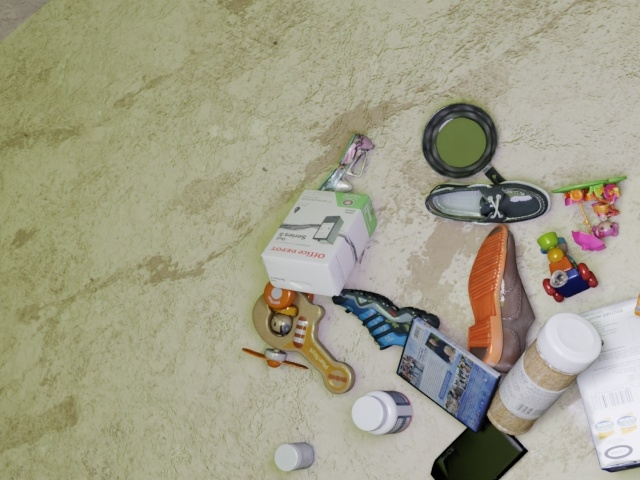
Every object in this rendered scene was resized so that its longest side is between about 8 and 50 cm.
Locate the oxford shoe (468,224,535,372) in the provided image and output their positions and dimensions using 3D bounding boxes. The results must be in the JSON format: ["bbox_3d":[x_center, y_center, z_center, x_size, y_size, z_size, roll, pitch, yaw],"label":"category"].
[{"bbox_3d":[0.438,0.141,1.923,0.130,0.133,0.363,146,137,-63],"label":"oxford shoe"}]

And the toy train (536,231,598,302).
[{"bbox_3d":[0.532,0.042,1.807,0.105,0.248,0.143,-28,64,19],"label":"toy train"}]

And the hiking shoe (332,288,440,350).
[{"bbox_3d":[0.148,0.210,2.039,0.304,0.113,0.132,19,95,32],"label":"hiking shoe"}]

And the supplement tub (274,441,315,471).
[{"bbox_3d":[-0.065,0.559,2.077,0.071,0.107,0.071,-5,78,26],"label":"supplement tub"}]

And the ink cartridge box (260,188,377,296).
[{"bbox_3d":[0.000,0.000,2.075,0.198,0.115,0.273,7,45,27],"label":"ink cartridge box"}]

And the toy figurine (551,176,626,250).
[{"bbox_3d":[0.640,-0.056,1.867,0.173,0.130,0.159,-11,88,-1],"label":"toy figurine"}]

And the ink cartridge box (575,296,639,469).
[{"bbox_3d":[0.696,0.329,1.701,0.270,0.151,0.395,-19,64,23],"label":"ink cartridge box"}]

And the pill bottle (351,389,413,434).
[{"bbox_3d":[0.148,0.419,1.958,0.108,0.180,0.108,-6,77,25],"label":"pill bottle"}]

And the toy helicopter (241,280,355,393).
[{"bbox_3d":[-0.053,0.278,2.114,0.355,0.140,0.235,44,102,24],"label":"toy helicopter"}]

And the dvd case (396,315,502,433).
[{"bbox_3d":[0.295,0.315,1.889,0.253,0.022,0.180,34,129,31],"label":"dvd case"}]

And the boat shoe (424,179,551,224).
[{"bbox_3d":[0.404,-0.086,1.962,0.302,0.091,0.114,0,108,33],"label":"boat shoe"}]

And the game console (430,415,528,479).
[{"bbox_3d":[0.439,0.594,1.857,0.213,0.044,0.361,-49,64,10],"label":"game console"}]

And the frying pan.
[{"bbox_3d":[0.411,-0.226,2.027,0.326,0.053,0.197,26,98,19],"label":"frying pan"}]

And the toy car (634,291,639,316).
[{"bbox_3d":[0.700,0.148,1.648,0.122,0.040,0.060,35,93,33],"label":"toy car"}]

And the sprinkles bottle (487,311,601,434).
[{"bbox_3d":[0.473,0.296,1.739,0.121,0.121,0.355,52,148,25],"label":"sprinkles bottle"}]

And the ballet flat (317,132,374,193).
[{"bbox_3d":[0.070,-0.185,2.184,0.079,0.077,0.221,35,96,8],"label":"ballet flat"}]
